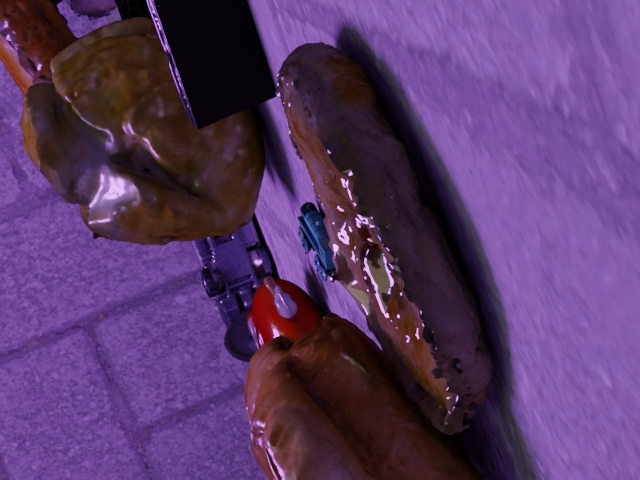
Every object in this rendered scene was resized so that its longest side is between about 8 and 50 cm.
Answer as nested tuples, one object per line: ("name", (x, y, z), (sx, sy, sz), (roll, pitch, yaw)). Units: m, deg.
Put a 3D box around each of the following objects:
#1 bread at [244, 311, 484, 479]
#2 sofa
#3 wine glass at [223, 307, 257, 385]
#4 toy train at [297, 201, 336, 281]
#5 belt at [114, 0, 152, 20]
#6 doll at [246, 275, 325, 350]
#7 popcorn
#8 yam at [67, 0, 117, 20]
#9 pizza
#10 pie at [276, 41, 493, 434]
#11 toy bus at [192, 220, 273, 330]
("bread", (0.031, 0.159, 1.119), (0.198, 0.120, 0.236), (48, -175, -16))
("sofa", (-0.104, -0.184, 1.359), (0.060, 0.085, 0.147), (51, 163, 56))
("wine glass", (-0.050, 0.200, 2.083), (0.103, 0.103, 0.231), (59, 173, 48))
("toy train", (0.000, 0.000, 1.396), (0.092, 0.029, 0.045), (-119, 17, -49))
("belt", (-0.222, -0.302, 1.768), (0.359, 0.126, 0.094), (62, 167, 5))
("doll", (-0.023, 0.111, 1.693), (0.217, 0.085, 0.183), (46, 160, 46))
("popcorn", (-0.172, -0.098, 1.593), (0.276, 0.225, 0.276), (54, 177, 4))
("yam", (-0.341, -0.457, 2.107), (0.131, 0.131, 0.279), (93, 154, -74))
("pizza", (-0.363, -0.299, 1.786), (0.440, 0.130, 0.406), (60, 174, -34))
("pie", (0.039, -0.001, 1.001), (0.274, 0.055, 0.274), (157, 90, -83))
("toy bus", (-0.149, -0.044, 2.056), (0.138, 0.097, 0.342), (-125, 14, -67))
